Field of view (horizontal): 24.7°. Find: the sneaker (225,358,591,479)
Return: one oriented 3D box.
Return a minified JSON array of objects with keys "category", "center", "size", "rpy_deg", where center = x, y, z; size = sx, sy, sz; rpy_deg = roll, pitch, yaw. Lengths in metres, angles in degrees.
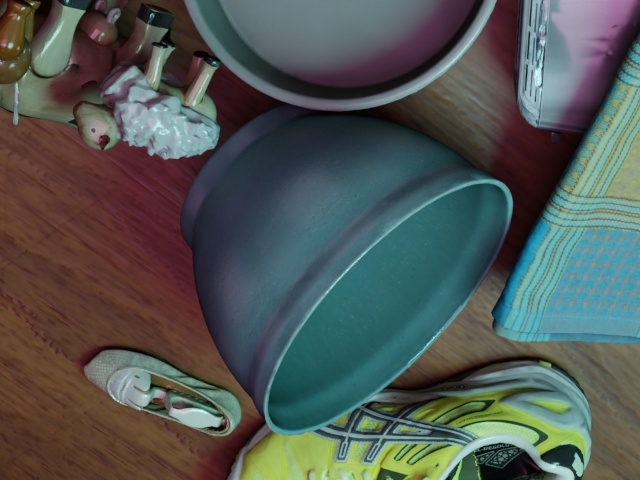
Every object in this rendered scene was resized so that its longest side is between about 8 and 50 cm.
[{"category":"sneaker","center":[0.077,0.222,1.439],"size":[0.385,0.147,0.145],"rpy_deg":[-19,111,10]}]

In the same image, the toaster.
[{"category":"toaster","center":[0.248,-0.192,1.284],"size":[0.147,0.129,0.227],"rpy_deg":[3,114,4]}]

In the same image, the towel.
[{"category":"towel","center":[0.332,-0.043,1.288],"size":[0.272,0.040,0.370],"rpy_deg":[6,129,-23]}]

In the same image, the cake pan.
[{"category":"cake pan","center":[0.019,-0.260,1.270],"size":[0.293,0.054,0.293],"rpy_deg":[1,97,11]}]

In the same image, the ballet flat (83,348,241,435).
[{"category":"ballet flat","center":[-0.160,0.154,1.473],"size":[0.168,0.052,0.057],"rpy_deg":[17,111,-4]}]

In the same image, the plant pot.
[{"category":"plant pot","center":[0.000,0.000,1.304],"size":[0.196,0.293,0.293],"rpy_deg":[44,110,23]}]

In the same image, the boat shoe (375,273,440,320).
[{"category":"boat shoe","center":[0.107,0.048,1.429],"size":[0.125,0.038,0.046],"rpy_deg":[-24,108,11]}]

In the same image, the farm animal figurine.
[{"category":"farm animal figurine","center":[-0.282,-0.167,1.273],"size":[0.327,0.330,0.172],"rpy_deg":[14,111,-33]}]
